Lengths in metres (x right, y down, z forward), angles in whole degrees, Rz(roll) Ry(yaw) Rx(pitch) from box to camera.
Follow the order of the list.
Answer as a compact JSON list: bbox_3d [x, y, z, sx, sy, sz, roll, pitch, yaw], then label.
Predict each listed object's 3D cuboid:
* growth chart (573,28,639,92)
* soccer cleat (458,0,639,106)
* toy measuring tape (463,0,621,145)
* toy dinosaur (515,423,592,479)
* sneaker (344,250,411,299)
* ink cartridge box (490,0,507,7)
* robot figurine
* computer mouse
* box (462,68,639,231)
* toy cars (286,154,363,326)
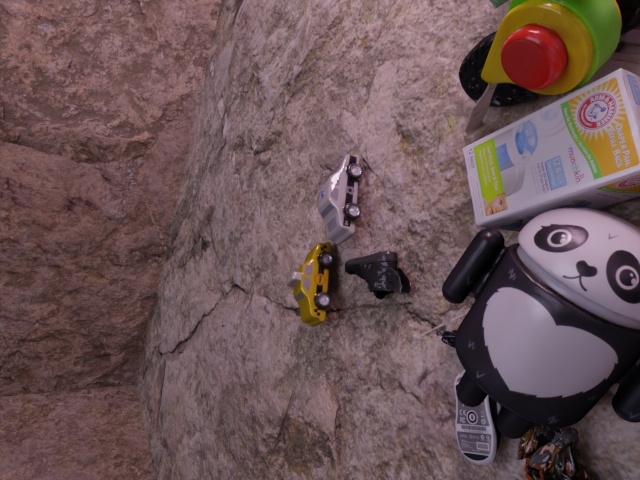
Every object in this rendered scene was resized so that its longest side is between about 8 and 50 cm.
[{"bbox_3d":[0.361,-0.139,0.562,0.172,0.021,0.237,56,131,44],"label":"growth chart"},{"bbox_3d":[0.314,-0.278,0.601,0.109,0.116,0.318,49,157,-7],"label":"soccer cleat"},{"bbox_3d":[0.259,-0.194,0.554,0.330,0.121,0.122,82,178,-67],"label":"toy measuring tape"},{"bbox_3d":[0.305,0.379,0.508,0.322,0.164,0.218,69,158,6],"label":"toy dinosaur"},{"bbox_3d":[0.106,0.074,0.900,0.170,0.051,0.089,-21,64,51],"label":"sneaker"},{"bbox_3d":[0.305,-0.421,0.572,0.212,0.093,0.154,-10,49,57],"label":"ink cartridge box"},{"bbox_3d":[0.266,0.097,0.533,0.174,0.209,0.278,-93,23,-62],"label":"robot figurine"},{"bbox_3d":[0.235,0.231,0.691,0.106,0.042,0.193,-19,64,50],"label":"computer mouse"},{"bbox_3d":[0.291,-0.093,0.549,0.203,0.103,0.114,-23,68,52],"label":"box"},{"bbox_3d":[0.000,0.000,1.009,0.176,0.087,0.394,-119,44,-65],"label":"toy cars"}]
